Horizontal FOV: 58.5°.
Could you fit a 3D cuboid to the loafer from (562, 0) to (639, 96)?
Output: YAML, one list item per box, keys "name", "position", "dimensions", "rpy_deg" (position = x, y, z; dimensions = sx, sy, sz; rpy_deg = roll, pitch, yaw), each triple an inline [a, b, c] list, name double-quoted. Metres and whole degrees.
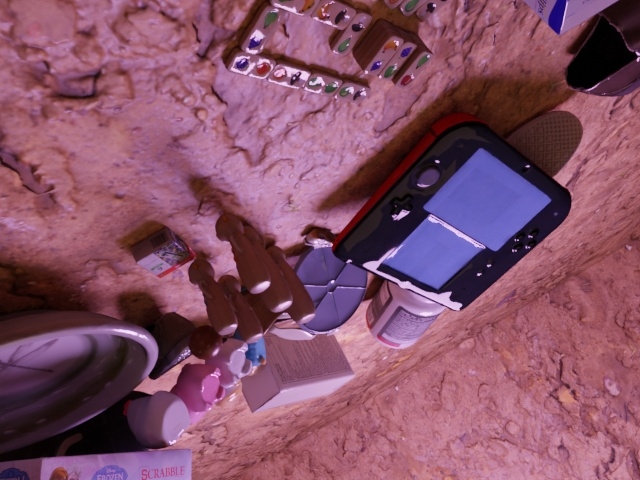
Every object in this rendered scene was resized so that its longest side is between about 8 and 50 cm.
- name: "loafer"
  position: [0.490, -0.337, 0.844]
  dimensions: [0.130, 0.134, 0.366]
  rpy_deg: [-21, 154, -19]

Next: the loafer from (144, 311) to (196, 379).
- name: "loafer"
  position: [-0.282, 0.188, 1.061]
  dimensions: [0.094, 0.087, 0.251]
  rpy_deg: [-33, 176, -37]

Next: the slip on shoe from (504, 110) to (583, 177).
- name: "slip on shoe"
  position: [0.376, -0.136, 1.157]
  dimensions: [0.331, 0.123, 0.101]
  rpy_deg: [-44, -173, 15]

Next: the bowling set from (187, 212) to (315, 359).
- name: "bowling set"
  position: [-0.147, 0.076, 0.898]
  dimensions: [0.199, 0.154, 0.287]
  rpy_deg: [-31, 155, 1]

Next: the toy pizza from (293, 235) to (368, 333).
- name: "toy pizza"
  position: [0.013, 0.088, 1.142]
  dimensions: [0.201, 0.032, 0.201]
  rpy_deg: [-12, 110, -35]

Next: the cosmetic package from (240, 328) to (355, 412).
- name: "cosmetic package"
  position: [-0.066, 0.317, 1.442]
  dimensions: [0.113, 0.160, 0.309]
  rpy_deg: [-43, 152, 27]

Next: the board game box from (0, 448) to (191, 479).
- name: "board game box"
  position: [-0.434, 0.388, 0.929]
  dimensions: [0.317, 0.066, 0.318]
  rpy_deg: [-14, 159, 23]

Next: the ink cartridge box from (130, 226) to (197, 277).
- name: "ink cartridge box"
  position: [-0.229, 0.026, 0.863]
  dimensions: [0.062, 0.029, 0.115]
  rpy_deg: [-31, 155, -1]

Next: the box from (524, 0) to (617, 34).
- name: "box"
  position: [0.280, -0.322, 0.635]
  dimensions: [0.126, 0.137, 0.072]
  rpy_deg: [-31, 156, 1]

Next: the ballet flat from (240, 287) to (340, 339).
- name: "ballet flat"
  position: [-0.025, 0.145, 1.200]
  dimensions: [0.342, 0.124, 0.116]
  rpy_deg: [-2, 148, -46]

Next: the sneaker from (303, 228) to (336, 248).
- name: "sneaker"
  position: [0.000, 0.000, 1.073]
  dimensions: [0.037, 0.032, 0.083]
  rpy_deg: [-34, 148, 27]

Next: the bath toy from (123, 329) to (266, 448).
- name: "bath toy"
  position: [-0.246, 0.292, 1.134]
  dimensions: [0.129, 0.152, 0.348]
  rpy_deg: [2, -164, 28]

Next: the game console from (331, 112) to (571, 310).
- name: "game console"
  position: [0.258, -0.030, 1.067]
  dimensions: [0.386, 0.060, 0.342]
  rpy_deg: [26, 114, -35]

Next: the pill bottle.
- name: "pill bottle"
  position: [0.229, 0.143, 1.434]
  dimensions: [0.161, 0.161, 0.283]
  rpy_deg: [-17, 153, -27]

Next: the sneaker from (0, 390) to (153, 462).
- name: "sneaker"
  position: [-0.476, 0.437, 1.260]
  dimensions: [0.447, 0.169, 0.257]
  rpy_deg: [-28, 165, 14]

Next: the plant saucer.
- name: "plant saucer"
  position: [-0.454, 0.202, 0.862]
  dimensions: [0.400, 0.101, 0.400]
  rpy_deg: [-24, 155, -12]

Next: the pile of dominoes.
- name: "pile of dominoes"
  position: [0.042, -0.236, 0.654]
  dimensions: [0.251, 0.040, 0.196]
  rpy_deg: [-2, 144, -47]
